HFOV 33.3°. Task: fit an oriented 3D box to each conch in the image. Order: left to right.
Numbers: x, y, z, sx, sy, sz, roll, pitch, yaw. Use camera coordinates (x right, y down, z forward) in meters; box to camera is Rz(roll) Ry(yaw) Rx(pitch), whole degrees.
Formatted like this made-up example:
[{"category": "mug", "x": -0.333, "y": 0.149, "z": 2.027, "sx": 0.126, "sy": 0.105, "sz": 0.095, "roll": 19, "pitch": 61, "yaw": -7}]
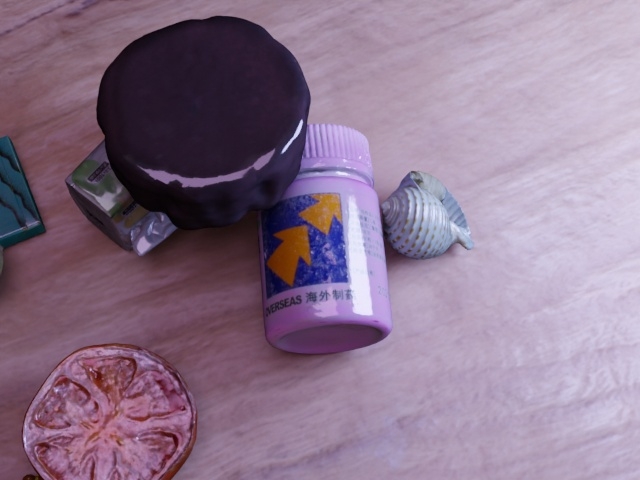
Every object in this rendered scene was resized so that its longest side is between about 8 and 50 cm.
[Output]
[{"category": "conch", "x": 0.145, "y": -0.033, "z": 1.550, "sx": 0.102, "sy": 0.153, "sz": 0.135, "roll": -18, "pitch": 58, "yaw": 28}]

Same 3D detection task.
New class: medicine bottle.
[{"category": "medicine bottle", "x": 0.000, "y": 0.000, "z": 1.502, "sx": 0.178, "sy": 0.178, "sz": 0.291, "roll": -5, "pitch": 71, "yaw": -2}]

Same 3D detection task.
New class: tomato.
[{"category": "tomato", "x": -0.282, "y": 0.262, "z": 1.453, "sx": 0.236, "sy": 0.095, "sz": 0.237, "roll": 1, "pitch": 68, "yaw": -3}]

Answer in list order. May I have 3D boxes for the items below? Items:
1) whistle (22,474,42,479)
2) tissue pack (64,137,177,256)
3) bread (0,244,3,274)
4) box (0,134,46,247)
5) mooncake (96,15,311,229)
[{"category": "whistle", "x": -0.397, "y": 0.346, "z": 1.451, "sx": 0.109, "sy": 0.046, "sz": 0.057, "roll": -8, "pitch": 56, "yaw": -9}, {"category": "tissue pack", "x": -0.230, "y": -0.099, "z": 1.549, "sx": 0.145, "sy": 0.159, "sz": 0.229, "roll": 38, "pitch": 74, "yaw": 12}, {"category": "bread", "x": -0.599, "y": 0.007, "z": 1.522, "sx": 0.286, "sy": 0.056, "sz": 0.207, "roll": 43, "pitch": 74, "yaw": 13}, {"category": "box", "x": -0.543, "y": -0.043, "z": 1.591, "sx": 0.226, "sy": 0.042, "sz": 0.161, "roll": -23, "pitch": 73, "yaw": -8}, {"category": "mooncake", "x": -0.150, "y": -0.155, "z": 1.419, "sx": 0.283, "sy": 0.141, "sz": 0.283, "roll": 0, "pitch": 70, "yaw": -1}]
